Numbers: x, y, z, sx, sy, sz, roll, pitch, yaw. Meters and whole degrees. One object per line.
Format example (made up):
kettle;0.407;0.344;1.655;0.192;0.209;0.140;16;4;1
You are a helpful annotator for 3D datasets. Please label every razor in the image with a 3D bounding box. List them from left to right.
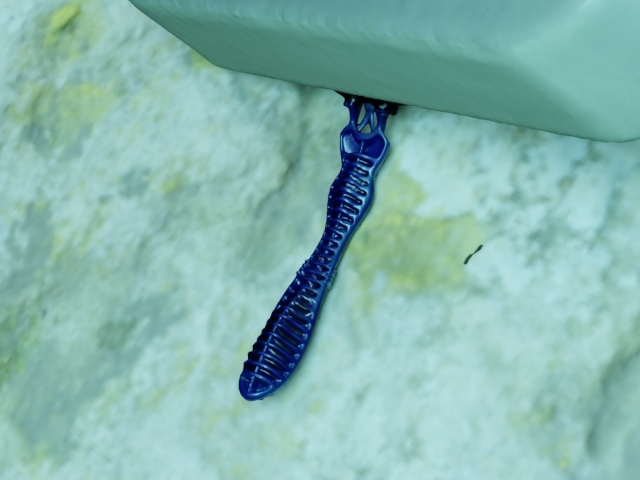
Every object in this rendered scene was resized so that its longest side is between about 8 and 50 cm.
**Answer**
razor;0.002;0.001;0.722;0.044;0.028;0.155;13;73;30

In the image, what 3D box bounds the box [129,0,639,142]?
box;0.091;-0.227;0.680;0.373;0.090;0.367;20;80;58
